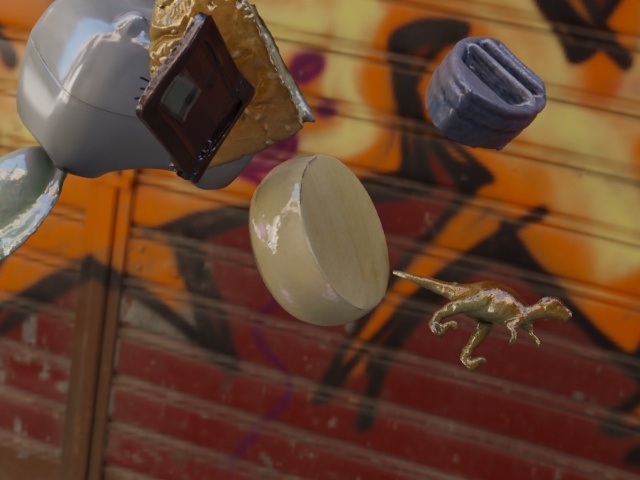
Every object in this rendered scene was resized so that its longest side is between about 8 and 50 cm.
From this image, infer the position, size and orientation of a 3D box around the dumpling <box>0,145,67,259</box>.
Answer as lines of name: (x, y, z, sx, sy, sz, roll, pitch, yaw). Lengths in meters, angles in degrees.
dumpling: (-0.418, -0.038, 1.578, 0.149, 0.217, 0.105, 60, 8, 18)

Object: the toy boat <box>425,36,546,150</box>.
toy boat: (0.194, -0.175, 1.358, 0.127, 0.078, 0.283, 46, 25, 4)

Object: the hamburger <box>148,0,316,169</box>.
hamburger: (-0.111, -0.185, 1.206, 0.155, 0.207, 0.135, -23, 27, -6)

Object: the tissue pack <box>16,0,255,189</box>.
tissue pack: (-0.227, -0.218, 1.580, 0.333, 0.236, 0.229, 4, 35, -41)

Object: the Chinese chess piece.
Chinese chess piece: (0.000, 0.000, 1.663, 0.097, 0.250, 0.251, -19, 3, 30)

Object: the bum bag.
bum bag: (-0.108, -0.121, 0.994, 0.026, 0.109, 0.159, 28, -12, 19)

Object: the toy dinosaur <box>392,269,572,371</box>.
toy dinosaur: (0.167, 0.056, 1.203, 0.162, 0.126, 0.039, 55, 11, 21)
